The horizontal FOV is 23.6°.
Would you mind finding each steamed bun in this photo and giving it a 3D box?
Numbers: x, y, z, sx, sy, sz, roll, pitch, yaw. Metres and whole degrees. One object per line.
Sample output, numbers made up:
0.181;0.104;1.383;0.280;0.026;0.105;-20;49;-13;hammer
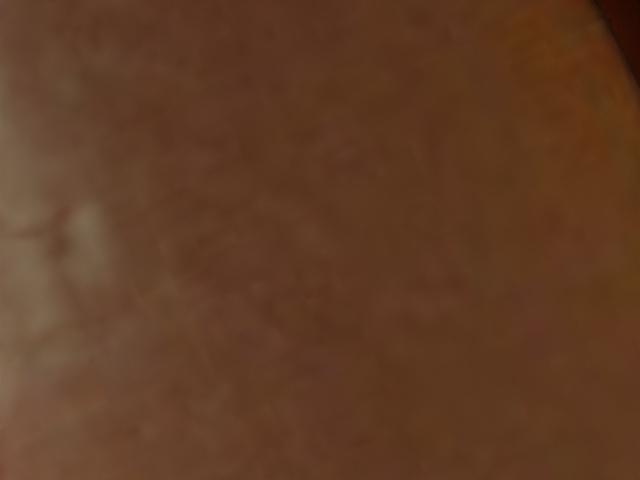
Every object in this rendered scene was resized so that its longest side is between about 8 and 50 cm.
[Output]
0.000;0.000;0.454;0.235;0.248;0.379;-26;90;10;steamed bun
